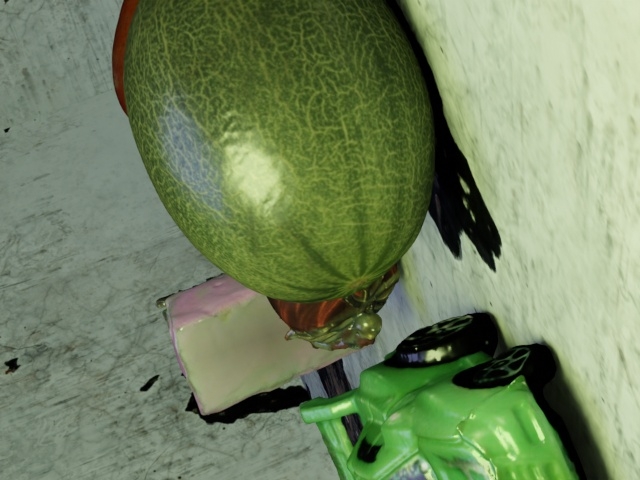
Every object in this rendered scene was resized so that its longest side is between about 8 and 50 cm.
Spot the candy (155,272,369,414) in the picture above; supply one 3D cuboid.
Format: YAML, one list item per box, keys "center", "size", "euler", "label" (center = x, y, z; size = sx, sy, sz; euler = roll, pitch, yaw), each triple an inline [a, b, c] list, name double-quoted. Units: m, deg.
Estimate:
- center: [-0.073, 0.111, 1.944]
  size: [0.116, 0.265, 0.155]
  euler: [-138, 27, -65]
  label: "candy"

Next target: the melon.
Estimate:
- center: [-0.029, -0.099, 1.150]
  size: [0.237, 0.237, 0.301]
  euler: [104, 144, -78]
  label: "melon"

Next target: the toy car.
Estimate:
- center: [0.111, 0.193, 1.192]
  size: [0.359, 0.176, 0.213]
  euler: [-156, 44, -79]
  label: "toy car"

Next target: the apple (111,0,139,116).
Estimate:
- center: [-0.101, -0.203, 1.475]
  size: [0.234, 0.234, 0.234]
  euler: [159, 90, -83]
  label: "apple"

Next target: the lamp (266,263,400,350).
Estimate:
- center: [-0.003, 0.004, 1.543]
  size: [0.223, 0.215, 0.151]
  euler: [37, -157, 7]
  label: "lamp"
